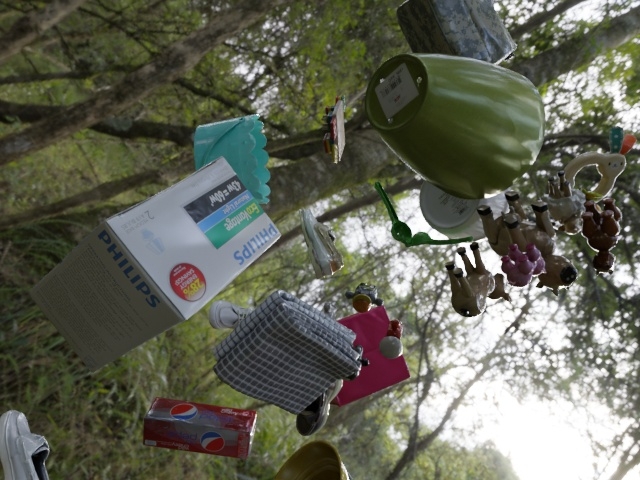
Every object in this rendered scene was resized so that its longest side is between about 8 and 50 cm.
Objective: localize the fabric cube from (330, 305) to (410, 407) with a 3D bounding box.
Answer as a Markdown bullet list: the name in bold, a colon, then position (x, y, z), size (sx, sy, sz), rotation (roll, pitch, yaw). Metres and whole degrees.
- **fabric cube**: position (0.104, 0.387, 1.757), size (0.254, 0.258, 0.259), rotation (138, -67, -70)

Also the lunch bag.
- **lunch bag**: position (0.408, -0.611, 1.512), size (0.305, 0.256, 0.212), rotation (59, -10, -14)

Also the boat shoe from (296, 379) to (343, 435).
- **boat shoe**: position (-0.026, 0.458, 1.469), size (0.103, 0.092, 0.285), rotation (50, -47, 31)

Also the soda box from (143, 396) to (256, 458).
- **soda box**: position (-0.297, 0.465, 1.299), size (0.092, 0.264, 0.083), rotation (-79, 177, -72)

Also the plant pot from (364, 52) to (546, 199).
- **plant pot**: position (0.226, -0.234, 0.984), size (0.275, 0.294, 0.274), rotation (-8, -101, 45)

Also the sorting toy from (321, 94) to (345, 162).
- **sorting toy**: position (0.033, -0.300, 1.437), size (0.046, 0.274, 0.132), rotation (0, -59, 10)

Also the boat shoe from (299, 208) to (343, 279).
- **boat shoe**: position (0.000, 0.000, 1.785), size (0.113, 0.103, 0.302), rotation (74, -2, -51)

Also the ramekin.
- **ramekin**: position (0.335, -0.101, 1.248), size (0.207, 0.109, 0.207), rotation (-8, -102, 42)

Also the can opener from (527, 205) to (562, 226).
- **can opener**: position (0.667, -0.051, 1.559), size (0.076, 0.095, 0.283), rotation (38, 16, 30)

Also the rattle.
- **rattle**: position (0.628, -0.147, 1.133), size (0.130, 0.200, 0.143), rotation (50, 14, -7)

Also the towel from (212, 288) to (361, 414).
- **towel**: position (-0.070, 0.270, 1.205), size (0.284, 0.235, 0.121), rotation (37, 15, -31)

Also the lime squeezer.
- **lime squeezer**: position (0.233, -0.031, 1.261), size (0.310, 0.059, 0.109), rotation (38, -67, 41)

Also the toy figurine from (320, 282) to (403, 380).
- **toy figurine**: position (0.097, 0.237, 1.372), size (0.209, 0.213, 0.148), rotation (58, 19, -7)

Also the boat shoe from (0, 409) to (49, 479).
- **boat shoe**: position (-0.459, 0.341, 0.821), size (0.184, 0.063, 0.066), rotation (54, -15, 41)

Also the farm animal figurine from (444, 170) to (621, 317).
- **farm animal figurine**: position (0.400, 0.030, 1.020), size (0.326, 0.330, 0.172), rotation (-85, 152, -65)

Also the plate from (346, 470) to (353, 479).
- **plate**: position (0.000, 0.537, 1.035), size (0.188, 0.188, 0.024), rotation (25, -15, 51)

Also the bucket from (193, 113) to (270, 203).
- **bucket**: position (-0.262, -0.236, 1.582), size (0.281, 0.183, 0.281), rotation (-5, 90, -87)

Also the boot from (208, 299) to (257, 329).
- **boot**: position (-0.250, 0.237, 1.664), size (0.258, 0.124, 0.095), rotation (28, 60, -74)

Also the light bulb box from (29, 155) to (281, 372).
- **light bulb box**: position (-0.342, 0.047, 1.113), size (0.361, 0.358, 0.225), rotation (-30, -80, 36)

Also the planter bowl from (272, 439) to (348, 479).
- **planter bowl**: position (-0.007, 0.434, 0.813), size (0.090, 0.217, 0.217), rotation (38, -17, -17)
